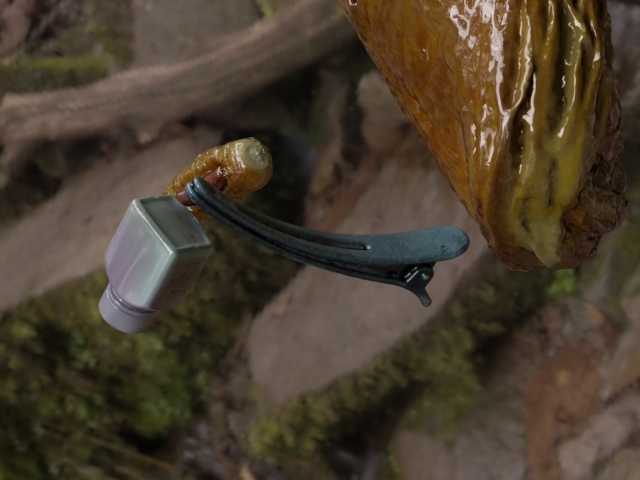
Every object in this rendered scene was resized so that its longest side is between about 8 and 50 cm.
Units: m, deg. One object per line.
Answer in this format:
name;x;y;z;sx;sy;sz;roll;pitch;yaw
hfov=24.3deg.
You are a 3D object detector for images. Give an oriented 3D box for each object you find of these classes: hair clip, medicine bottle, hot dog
hair clip;0.000;0.000;1.302;0.083;0.275;0.048;-57;35;32
medicine bottle;-0.153;0.025;1.324;0.074;0.055;0.118;48;125;26
hot dog;-0.121;-0.059;1.575;0.215;0.047;0.066;-23;88;56
hot dog;0.086;-0.109;0.781;0.272;0.122;0.196;59;174;39
